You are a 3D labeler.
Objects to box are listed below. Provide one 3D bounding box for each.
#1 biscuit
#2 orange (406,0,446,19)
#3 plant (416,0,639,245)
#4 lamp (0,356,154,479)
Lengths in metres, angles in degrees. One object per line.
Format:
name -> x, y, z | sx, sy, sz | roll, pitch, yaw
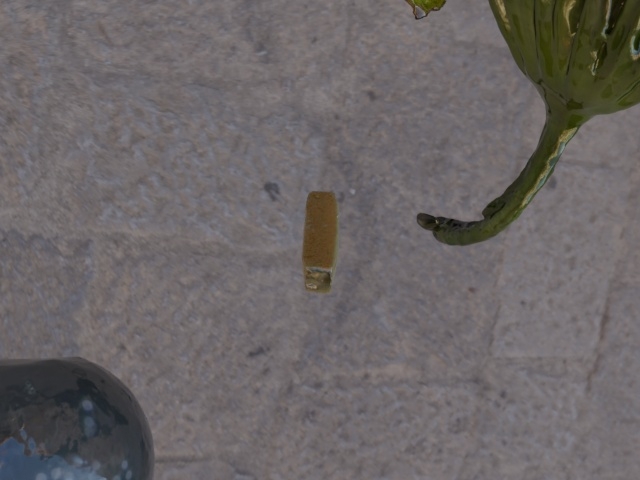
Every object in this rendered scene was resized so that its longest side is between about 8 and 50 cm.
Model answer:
biscuit -> 0.000, 0.000, 1.191 | 0.052, 0.188, 0.056 | 4, 128, 0
orange -> 0.137, -0.461, 1.084 | 0.334, 0.262, 0.196 | 11, 57, -25
plant -> 0.212, -0.114, 0.642 | 0.180, 0.251, 0.334 | -11, 122, -18
lamp -> -0.208, 0.196, 0.716 | 0.182, 0.182, 0.314 | -54, 161, -5
